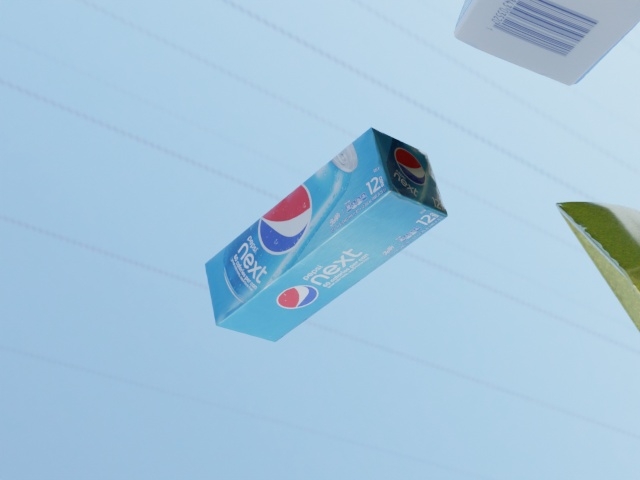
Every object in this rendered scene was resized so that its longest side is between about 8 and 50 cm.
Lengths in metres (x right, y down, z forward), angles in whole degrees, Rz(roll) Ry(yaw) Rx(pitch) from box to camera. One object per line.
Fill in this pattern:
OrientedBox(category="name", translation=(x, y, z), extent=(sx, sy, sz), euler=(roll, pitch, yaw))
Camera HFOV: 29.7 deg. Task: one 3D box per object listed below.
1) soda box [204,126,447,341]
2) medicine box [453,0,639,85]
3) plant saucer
OrientedBox(category="soda box", translation=(0.000, 0.000, 0.992), extent=(0.071, 0.210, 0.067), euler=(20, -137, -41))
OrientedBox(category="medicine box", translation=(0.267, -0.339, 1.180), extent=(0.149, 0.263, 0.289), euler=(22, -101, -1))
OrientedBox(category="plant saucer", translation=(0.240, 0.057, 0.792), extent=(0.188, 0.045, 0.188), euler=(54, -173, -14))
